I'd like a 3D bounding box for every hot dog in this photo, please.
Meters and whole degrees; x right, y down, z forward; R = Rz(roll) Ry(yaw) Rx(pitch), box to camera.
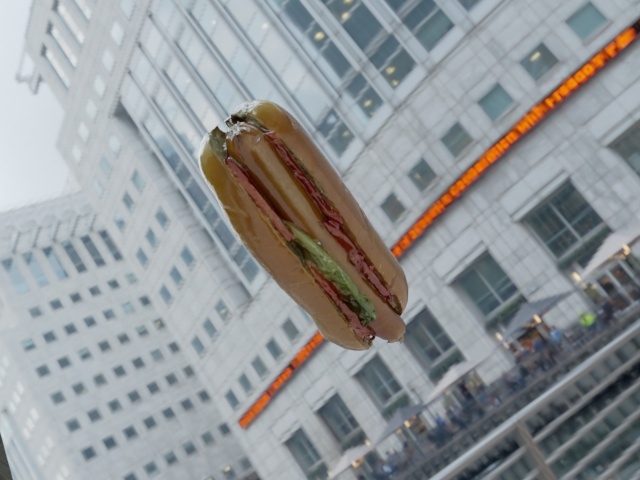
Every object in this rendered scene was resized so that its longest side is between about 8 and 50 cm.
[{"bbox_3d":[0.000,0.000,0.591,0.092,0.235,0.062,-51,30,-18],"label":"hot dog"}]

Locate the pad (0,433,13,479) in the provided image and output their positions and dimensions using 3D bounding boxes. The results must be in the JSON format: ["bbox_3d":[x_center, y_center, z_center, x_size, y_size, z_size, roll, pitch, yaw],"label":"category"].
[{"bbox_3d":[-0.405,0.080,0.711,0.007,0.367,0.248,-23,-11,20],"label":"pad"}]
